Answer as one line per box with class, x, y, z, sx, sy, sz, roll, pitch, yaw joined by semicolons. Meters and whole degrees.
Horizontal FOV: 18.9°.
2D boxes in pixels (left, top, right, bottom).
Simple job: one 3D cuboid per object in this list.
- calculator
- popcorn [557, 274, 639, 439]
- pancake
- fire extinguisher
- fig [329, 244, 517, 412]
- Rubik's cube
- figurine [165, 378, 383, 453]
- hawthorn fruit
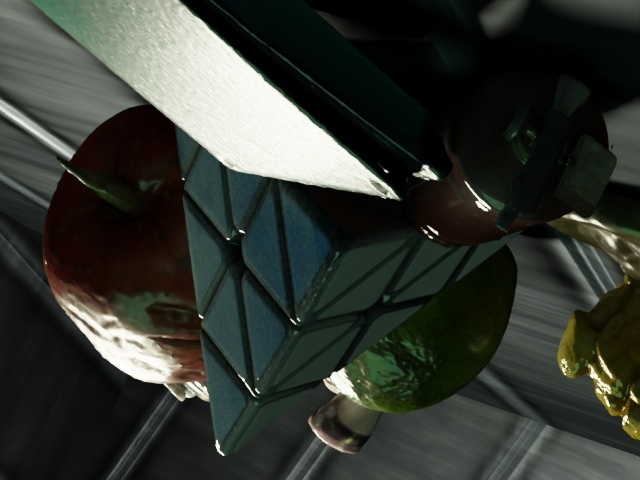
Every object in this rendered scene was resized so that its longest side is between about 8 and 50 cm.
calculator;-0.065;-0.120;1.163;0.248;0.058;0.274;40;167;-22
popcorn;0.294;0.098;1.594;0.163;0.140;0.194;36;-166;-29
pancake;0.270;0.019;1.443;0.222;0.042;0.236;23;173;36
fire extinguisher;0.112;-0.045;1.174;0.105;0.104;0.269;23;173;-7
fig;0.051;0.022;1.662;0.235;0.203;0.203;49;161;-26
Rubik's cube;0.000;-0.002;1.415;0.229;0.233;0.228;-7;136;31
figurine;-0.042;0.072;2.167;0.361;0.253;0.211;18;133;-36
hawthorn fruit;-0.123;0.004;1.713;0.258;0.258;0.262;22;166;-4
